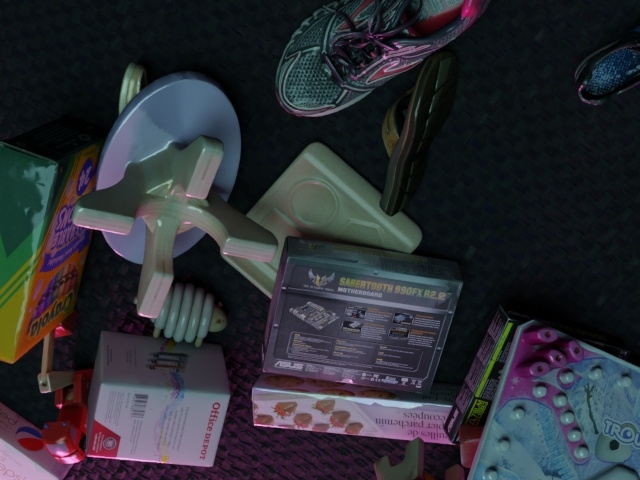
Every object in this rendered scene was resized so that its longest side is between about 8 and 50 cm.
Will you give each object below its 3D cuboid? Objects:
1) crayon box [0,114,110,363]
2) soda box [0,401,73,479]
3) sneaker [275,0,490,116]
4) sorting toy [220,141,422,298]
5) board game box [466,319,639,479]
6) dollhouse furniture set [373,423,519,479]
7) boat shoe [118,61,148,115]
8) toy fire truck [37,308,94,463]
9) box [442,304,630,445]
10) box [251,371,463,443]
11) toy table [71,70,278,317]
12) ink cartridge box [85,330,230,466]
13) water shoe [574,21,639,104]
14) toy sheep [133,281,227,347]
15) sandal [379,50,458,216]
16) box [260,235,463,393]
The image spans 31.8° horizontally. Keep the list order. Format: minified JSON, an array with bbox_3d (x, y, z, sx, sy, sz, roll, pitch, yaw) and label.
[{"bbox_3d":[-0.368,0.016,1.453,0.083,0.203,0.323,20,108,4],"label":"crayon box"},{"bbox_3d":[-0.484,0.305,1.701,0.216,0.069,0.074,36,116,-3],"label":"soda box"},{"bbox_3d":[0.064,-0.243,1.315,0.299,0.112,0.121,-32,102,24],"label":"sneaker"},{"bbox_3d":[0.000,0.000,1.479,0.193,0.038,0.208,41,111,-6],"label":"sorting toy"},{"bbox_3d":[0.357,0.343,1.352,0.389,0.050,0.390,24,76,-14],"label":"board game box"},{"bbox_3d":[0.268,0.376,1.441,0.201,0.152,0.374,-36,125,24],"label":"dollhouse furniture set"},{"bbox_3d":[-0.224,-0.149,1.453,0.059,0.063,0.170,8,124,7],"label":"boat shoe"},{"bbox_3d":[-0.364,0.203,1.591,0.047,0.192,0.135,-10,139,18],"label":"toy fire truck"},{"bbox_3d":[0.277,0.193,1.447,0.184,0.045,0.191,16,110,-15],"label":"box"},{"bbox_3d":[0.068,0.227,1.542,0.323,0.067,0.063,4,113,12],"label":"box"},{"bbox_3d":[-0.184,-0.052,1.392,0.252,0.161,0.274,1,124,-17],"label":"toy table"},{"bbox_3d":[-0.224,0.217,1.542,0.176,0.127,0.128,9,117,-15],"label":"ink cartridge box"},{"bbox_3d":[0.382,-0.217,1.270,0.203,0.080,0.073,-37,101,24],"label":"water shoe"},{"bbox_3d":[-0.191,0.099,1.536,0.132,0.091,0.091,11,116,-12],"label":"toy sheep"},{"bbox_3d":[0.107,-0.134,1.381,0.060,0.090,0.219,31,125,23],"label":"sandal"},{"bbox_3d":[0.050,0.099,1.459,0.231,0.056,0.183,8,119,-8],"label":"box"}]
